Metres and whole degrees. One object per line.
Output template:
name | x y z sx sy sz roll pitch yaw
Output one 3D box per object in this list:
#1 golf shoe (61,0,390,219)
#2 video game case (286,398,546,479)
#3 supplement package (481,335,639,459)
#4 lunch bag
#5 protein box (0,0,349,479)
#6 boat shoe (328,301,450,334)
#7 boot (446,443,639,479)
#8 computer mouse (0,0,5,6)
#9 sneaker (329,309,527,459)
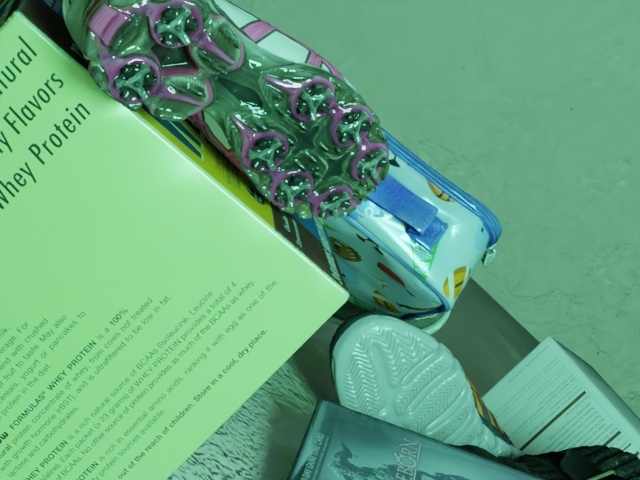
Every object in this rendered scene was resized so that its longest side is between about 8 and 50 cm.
golf shoe | -0.038 -0.076 0.572 0.186 0.067 0.086 34 15 -41
video game case | 0.109 0.209 0.908 0.274 0.026 0.196 21 19 3
supplement package | 0.322 0.288 1.444 0.293 0.175 0.177 51 11 33
lunch bag | 0.016 -0.047 1.108 0.303 0.115 0.243 37 -14 -4
protein box | -0.132 0.009 0.628 0.201 0.200 0.136 41 11 -20
boat shoe | -0.002 0.004 1.274 0.305 0.109 0.091 27 -22 6
boot | 0.257 0.297 1.064 0.260 0.131 0.348 13 29 -41
computer mouse | -0.414 -0.350 1.444 0.242 0.041 0.071 50 12 33
sneaker | 0.087 0.157 1.245 0.321 0.124 0.180 52 0 -34
